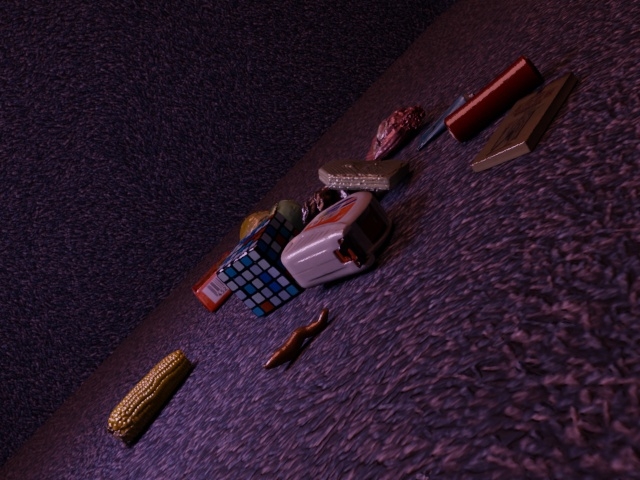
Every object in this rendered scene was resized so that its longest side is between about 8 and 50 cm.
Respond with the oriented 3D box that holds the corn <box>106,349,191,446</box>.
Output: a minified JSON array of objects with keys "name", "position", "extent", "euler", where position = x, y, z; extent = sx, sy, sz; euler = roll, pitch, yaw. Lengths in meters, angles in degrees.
[{"name":"corn","position":[-0.497,0.447,1.780],"extent":[0.305,0.106,0.106],"euler":[-52,15,-32]}]

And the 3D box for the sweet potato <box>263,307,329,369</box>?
[{"name":"sweet potato","position":[-0.047,0.207,1.267],"extent":[0.179,0.044,0.044],"euler":[-41,12,-9]}]

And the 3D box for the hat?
[{"name":"hat","position":[0.233,-0.356,2.006],"extent":[0.286,0.107,0.237],"euler":[-37,24,49]}]

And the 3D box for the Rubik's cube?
[{"name":"Rubik's cube","position":[-0.138,0.066,1.674],"extent":[0.187,0.184,0.182],"euler":[-34,16,36]}]

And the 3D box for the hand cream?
[{"name":"hand cream","position":[0.355,-0.340,1.738],"extent":[0.224,0.048,0.083],"euler":[-42,15,36]}]

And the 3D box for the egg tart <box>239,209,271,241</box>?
[{"name":"egg tart","position":[-0.221,-0.037,2.252],"extent":[0.231,0.098,0.252],"euler":[-37,-18,-3]}]

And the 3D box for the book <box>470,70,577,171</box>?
[{"name":"book","position":[0.417,-0.241,1.251],"extent":[0.231,0.026,0.161],"euler":[-51,14,-26]}]

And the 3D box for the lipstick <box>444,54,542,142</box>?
[{"name":"lipstick","position":[0.408,-0.334,1.453],"extent":[0.241,0.080,0.080],"euler":[-38,14,26]}]

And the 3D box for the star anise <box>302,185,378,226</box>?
[{"name":"star anise","position":[0.042,-0.125,1.755],"extent":[0.223,0.109,0.236],"euler":[-20,10,-2]}]

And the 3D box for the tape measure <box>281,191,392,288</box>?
[{"name":"tape measure","position":[0.048,0.000,1.434],"extent":[0.258,0.130,0.265],"euler":[-26,17,48]}]

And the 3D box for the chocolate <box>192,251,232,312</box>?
[{"name":"chocolate","position":[-0.381,0.151,2.342],"extent":[0.237,0.108,0.234],"euler":[-49,12,-10]}]

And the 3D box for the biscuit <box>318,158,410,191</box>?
[{"name":"biscuit","position":[0.106,-0.184,1.669],"extent":[0.252,0.052,0.150],"euler":[5,27,31]}]

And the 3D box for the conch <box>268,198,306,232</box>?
[{"name":"conch","position":[-0.126,-0.048,2.068],"extent":[0.251,0.137,0.144],"euler":[-53,-8,-49]}]
